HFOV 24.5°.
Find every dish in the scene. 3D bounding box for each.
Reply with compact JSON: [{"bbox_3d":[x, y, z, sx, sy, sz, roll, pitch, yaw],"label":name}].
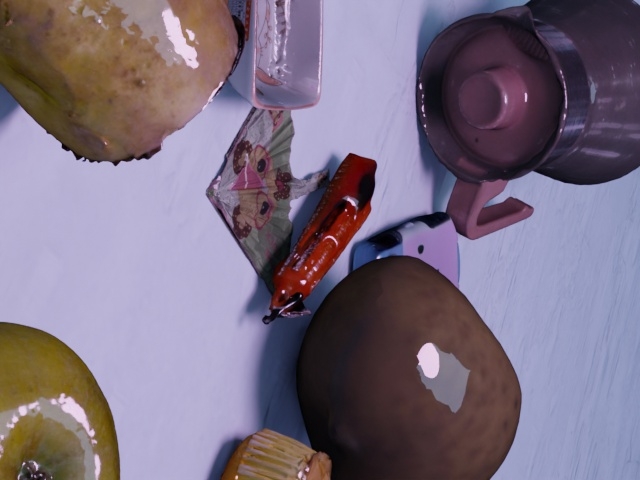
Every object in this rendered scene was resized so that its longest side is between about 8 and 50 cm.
[{"bbox_3d":[-0.059,-0.265,1.660,0.154,0.064,0.234,-9,103,-60],"label":"dish"}]

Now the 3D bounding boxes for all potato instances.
[{"bbox_3d":[-0.219,-0.231,1.252,0.266,0.229,0.229,54,48,-43],"label":"potato"}]

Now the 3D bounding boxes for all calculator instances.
[{"bbox_3d":[0.118,0.057,2.036,0.293,0.051,0.172,-23,115,-58],"label":"calculator"}]

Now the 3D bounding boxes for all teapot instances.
[{"bbox_3d":[0.311,-0.187,2.151,0.362,0.306,0.376,-13,128,-51],"label":"teapot"}]

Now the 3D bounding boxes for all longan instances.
[{"bbox_3d":[0.101,0.183,1.806,0.288,0.288,0.350,-58,140,-40],"label":"longan"}]

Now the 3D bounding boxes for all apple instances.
[{"bbox_3d":[-0.280,0.192,1.178,0.261,0.194,0.260,4,84,-43],"label":"apple"}]

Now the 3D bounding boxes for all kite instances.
[{"bbox_3d":[-0.056,-0.065,1.747,0.268,0.013,0.322,-7,100,-60],"label":"kite"}]

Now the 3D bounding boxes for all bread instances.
[{"bbox_3d":[-0.064,0.317,1.690,0.190,0.114,0.132,-66,156,-16],"label":"bread"}]

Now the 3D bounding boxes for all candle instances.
[{"bbox_3d":[0.000,0.000,1.789,0.301,0.059,0.084,-56,131,-44],"label":"candle"}]
